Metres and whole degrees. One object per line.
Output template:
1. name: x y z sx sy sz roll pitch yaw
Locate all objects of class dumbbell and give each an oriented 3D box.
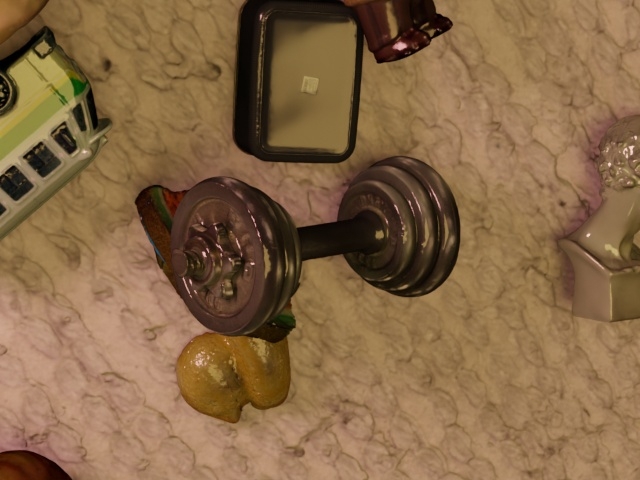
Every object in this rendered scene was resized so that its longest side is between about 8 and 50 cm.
1. dumbbell: 0.000 0.000 1.378 0.406 0.179 0.179 -9 108 -42

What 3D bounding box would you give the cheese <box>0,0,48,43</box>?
1. cheese: -0.403 -0.255 1.231 0.384 0.384 0.104 -37 117 -4

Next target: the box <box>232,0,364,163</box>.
1. box: -0.026 -0.192 1.431 0.145 0.090 0.200 2 104 -15

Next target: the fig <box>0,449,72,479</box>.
1. fig: -0.435 0.390 1.436 0.321 0.217 0.217 -22 110 14

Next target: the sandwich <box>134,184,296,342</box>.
1. sandwich: -0.129 0.017 1.446 0.235 0.079 0.159 32 50 -19

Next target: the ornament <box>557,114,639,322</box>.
1. ornament: 0.394 -0.029 1.569 0.130 0.120 0.285 13 100 -39

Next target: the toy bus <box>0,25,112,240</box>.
1. toy bus: -0.368 -0.101 1.340 0.276 0.133 0.164 -40 109 -1

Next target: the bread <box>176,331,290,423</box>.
1. bread: -0.111 0.147 1.510 0.150 0.065 0.187 -11 108 -7

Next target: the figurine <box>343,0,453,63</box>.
1. figurine: 0.050 -0.387 1.308 0.218 0.206 0.365 -38 99 -36
